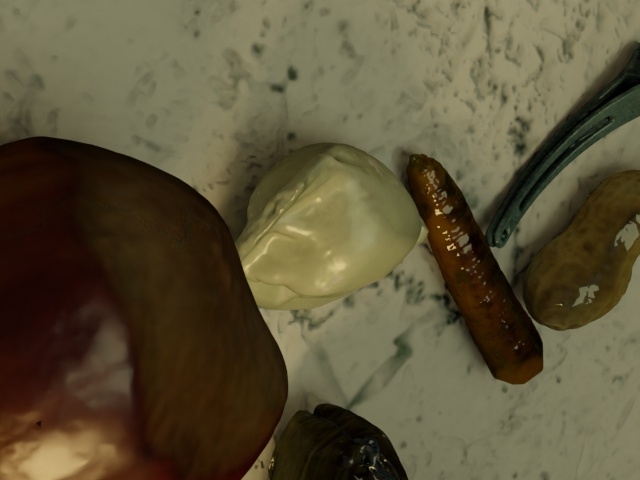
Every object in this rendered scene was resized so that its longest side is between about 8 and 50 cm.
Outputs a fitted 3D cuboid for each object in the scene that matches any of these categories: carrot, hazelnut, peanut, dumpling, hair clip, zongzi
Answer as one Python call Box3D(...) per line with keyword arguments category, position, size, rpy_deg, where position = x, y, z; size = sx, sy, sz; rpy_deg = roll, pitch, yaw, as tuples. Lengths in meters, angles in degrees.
Box3D(category="carrot", position=(0.154, 0.029, 1.729), size=(0.066, 0.066, 0.314), rpy_deg=(-41, 128, -17))
Box3D(category="hazelnut", position=(-0.210, 0.093, 1.307), size=(0.366, 0.366, 0.366), rpy_deg=(-16, 118, -32))
Box3D(category="peanut", position=(0.302, 0.004, 1.815), size=(0.229, 0.098, 0.103), rpy_deg=(-46, 172, -12))
Box3D(category="dumpling", position=(0.000, 0.000, 1.576), size=(0.179, 0.131, 0.252), rpy_deg=(-46, 155, 13))
Box3D(category="hair clip", position=(0.263, -0.093, 1.770), size=(0.275, 0.083, 0.048), rpy_deg=(-43, 139, -6))
Box3D(category="zongzi", position=(0.061, 0.304, 1.731), size=(0.300, 0.138, 0.286), rpy_deg=(3, 106, -43))
